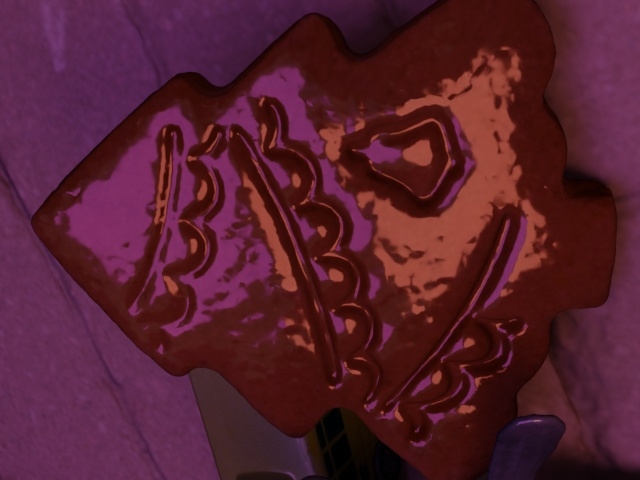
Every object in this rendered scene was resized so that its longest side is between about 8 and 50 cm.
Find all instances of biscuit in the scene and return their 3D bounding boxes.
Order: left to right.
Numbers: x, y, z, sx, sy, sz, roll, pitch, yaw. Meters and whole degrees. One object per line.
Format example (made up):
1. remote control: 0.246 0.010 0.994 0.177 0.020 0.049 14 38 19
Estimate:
1. biscuit: 0.000 0.000 0.755 0.306 0.043 0.284 2 109 2

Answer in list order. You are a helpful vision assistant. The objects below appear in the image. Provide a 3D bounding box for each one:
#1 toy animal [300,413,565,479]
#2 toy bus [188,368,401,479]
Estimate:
1. toy animal: 0.091 0.177 0.790 0.239 0.176 0.255 -2 117 -13
2. toy bus: -0.014 0.122 0.871 0.088 0.101 0.175 -6 106 31
